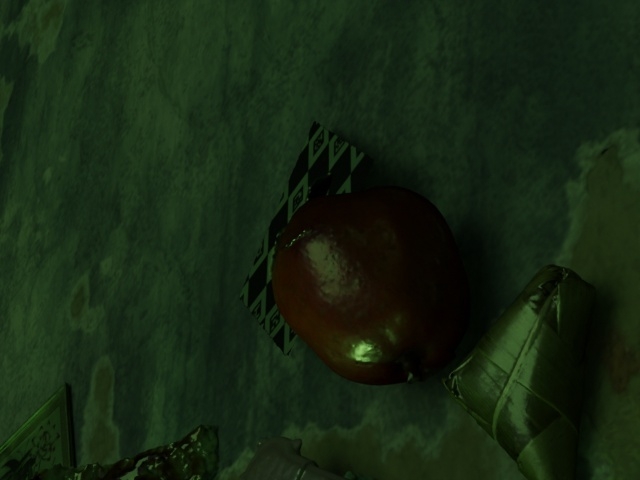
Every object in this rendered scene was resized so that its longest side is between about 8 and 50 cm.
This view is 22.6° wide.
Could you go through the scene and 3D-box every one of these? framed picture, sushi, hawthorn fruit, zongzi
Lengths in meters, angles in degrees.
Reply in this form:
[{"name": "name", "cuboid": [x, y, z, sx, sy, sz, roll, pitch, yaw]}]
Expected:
[{"name": "framed picture", "cuboid": [-0.389, 0.314, 2.112, 0.231, 0.010, 0.173, -44, 41, 32]}, {"name": "sushi", "cuboid": [0.000, 0.000, 1.704, 0.220, 0.047, 0.231, -67, 19, 7]}, {"name": "hawthorn fruit", "cuboid": [0.052, 0.055, 1.500, 0.185, 0.185, 0.202, -47, 50, 29]}, {"name": "zongzi", "cuboid": [0.203, 0.122, 1.347, 0.160, 0.078, 0.176, -56, 46, 17]}]

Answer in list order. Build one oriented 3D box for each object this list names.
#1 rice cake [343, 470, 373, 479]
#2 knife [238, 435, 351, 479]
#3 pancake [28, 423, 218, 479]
[{"name": "rice cake", "cuboid": [0.000, 0.336, 1.537, 0.198, 0.037, 0.189, -50, 38, 24]}, {"name": "knife", "cuboid": [0.054, 0.265, 1.445, 0.398, 0.038, 0.132, 15, 72, 47]}, {"name": "pancake", "cuboid": [-0.215, 0.376, 1.715, 0.304, 0.067, 0.427, -32, 44, 12]}]
